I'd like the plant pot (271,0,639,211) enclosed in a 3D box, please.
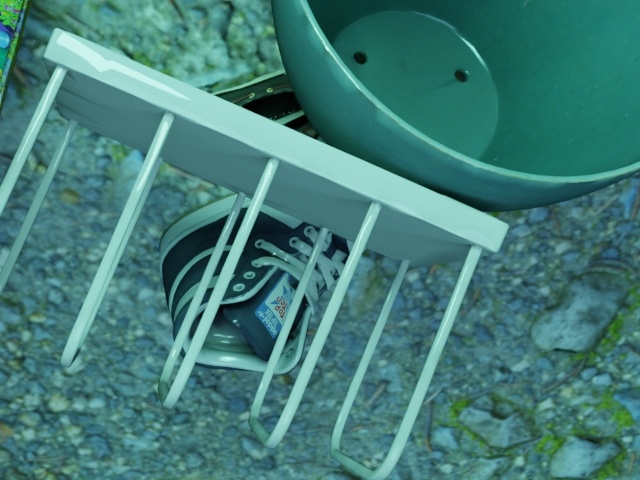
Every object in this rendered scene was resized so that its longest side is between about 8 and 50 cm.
[{"bbox_3d":[0.091,-0.136,0.771,0.290,0.290,0.195,11,158,-14],"label":"plant pot"}]

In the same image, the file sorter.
[{"bbox_3d":[-0.064,0.021,0.732,0.278,0.193,0.173,23,83,-8],"label":"file sorter"}]

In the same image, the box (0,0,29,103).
[{"bbox_3d":[-0.328,-0.119,0.695,0.279,0.290,0.177,15,122,-16],"label":"box"}]

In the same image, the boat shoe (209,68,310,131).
[{"bbox_3d":[-0.061,-0.091,0.898,0.133,0.042,0.049,-23,125,11],"label":"boat shoe"}]

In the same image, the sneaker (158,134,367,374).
[{"bbox_3d":[0.000,0.000,0.898,0.282,0.153,0.099,-29,123,13],"label":"sneaker"}]
